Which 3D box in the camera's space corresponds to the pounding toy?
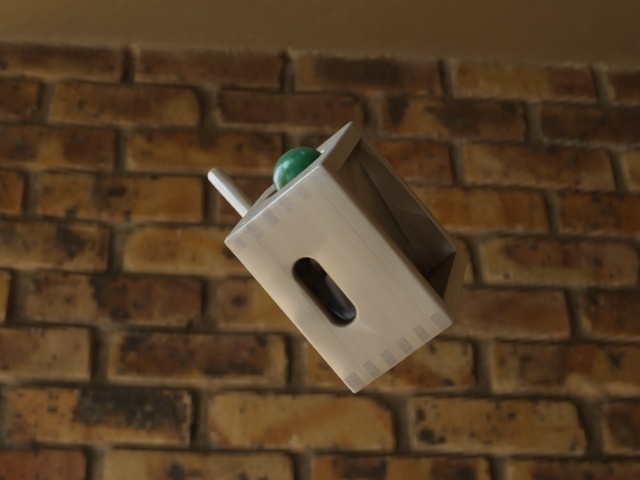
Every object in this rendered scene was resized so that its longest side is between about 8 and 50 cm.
[{"bbox_3d":[0.000,0.000,0.746,0.100,0.130,0.141,-38,-83,19],"label":"pounding toy"}]
